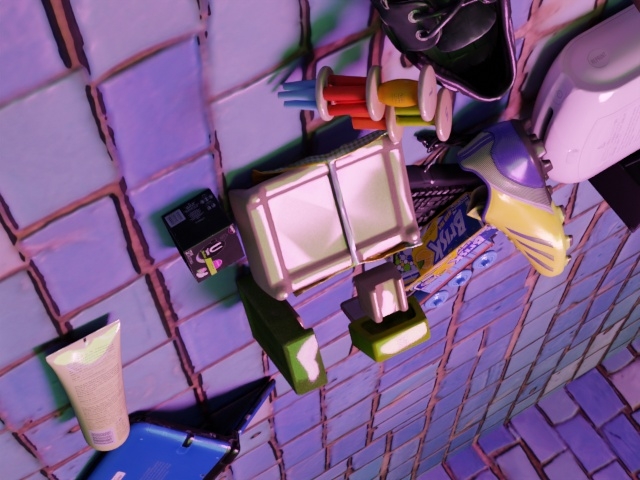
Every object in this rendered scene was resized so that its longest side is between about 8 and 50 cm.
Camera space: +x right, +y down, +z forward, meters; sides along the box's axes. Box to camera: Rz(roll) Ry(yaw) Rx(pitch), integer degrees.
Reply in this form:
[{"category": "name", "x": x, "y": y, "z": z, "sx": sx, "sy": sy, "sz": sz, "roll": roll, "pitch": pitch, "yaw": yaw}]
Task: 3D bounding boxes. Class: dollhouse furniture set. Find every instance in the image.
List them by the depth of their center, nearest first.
[{"category": "dollhouse furniture set", "x": 0.000, "y": 0.000, "z": 1.285, "sx": 0.197, "sy": 0.151, "sz": 0.302, "roll": -23, "pitch": 125, "yaw": -13}]

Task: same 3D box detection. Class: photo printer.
[{"category": "photo printer", "x": 0.411, "y": -0.207, "z": 1.418, "sx": 0.307, "sy": 0.107, "sz": 0.256, "roll": -30, "pitch": 157, "yaw": -10}]

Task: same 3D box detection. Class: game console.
[{"category": "game console", "x": -0.236, "y": 0.325, "z": 1.684, "sx": 0.250, "sy": 0.173, "sz": 0.293, "roll": 20, "pitch": 128, "yaw": -25}]

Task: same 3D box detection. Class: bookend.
[{"category": "bookend", "x": 0.490, "y": -0.114, "z": 1.646, "sx": 0.156, "sy": 0.157, "sz": 0.072, "roll": -21, "pitch": 154, "yaw": -28}]

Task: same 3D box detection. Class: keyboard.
[{"category": "keyboard", "x": 0.127, "y": -0.072, "z": 1.397, "sx": 0.317, "sy": 0.033, "sz": 0.201, "roll": -9, "pitch": 146, "yaw": -48}]

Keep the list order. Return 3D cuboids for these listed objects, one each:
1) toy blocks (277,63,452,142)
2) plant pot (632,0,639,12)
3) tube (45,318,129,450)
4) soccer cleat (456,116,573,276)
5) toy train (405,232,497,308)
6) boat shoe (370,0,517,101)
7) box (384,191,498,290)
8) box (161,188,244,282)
[{"category": "toy blocks", "x": 0.044, "y": -0.132, "z": 1.060, "sx": 0.148, "sy": 0.054, "sz": 0.123, "roll": 2, "pitch": 170, "yaw": 19}, {"category": "plant pot", "x": 0.403, "y": -0.344, "z": 1.006, "sx": 0.263, "sy": 0.263, "sz": 0.229, "roll": -34, "pitch": 141, "yaw": -1}, {"category": "tube", "x": -0.271, "y": 0.176, "z": 1.315, "sx": 0.240, "sy": 0.062, "sz": 0.070, "roll": 95, "pitch": 10, "yaw": -56}, {"category": "soccer cleat", "x": 0.252, "y": -0.045, "z": 1.421, "sx": 0.121, "sy": 0.093, "sz": 0.289, "roll": -23, "pitch": 137, "yaw": 7}, {"category": "toy train", "x": 0.179, "y": 0.031, "z": 1.615, "sx": 0.184, "sy": 0.080, "sz": 0.105, "roll": -41, "pitch": 147, "yaw": 21}, {"category": "boat shoe", "x": 0.116, "y": -0.216, "z": 0.991, "sx": 0.127, "sy": 0.113, "sz": 0.340, "roll": -34, "pitch": 157, "yaw": 2}, {"category": "box", "x": 0.172, "y": 0.002, "z": 1.511, "sx": 0.054, "sy": 0.059, "sz": 0.169, "roll": -4, "pitch": 149, "yaw": -50}, {"category": "box", "x": -0.124, "y": -0.004, "z": 1.159, "sx": 0.062, "sy": 0.052, "sz": 0.083, "roll": -31, "pitch": 156, "yaw": -8}]
